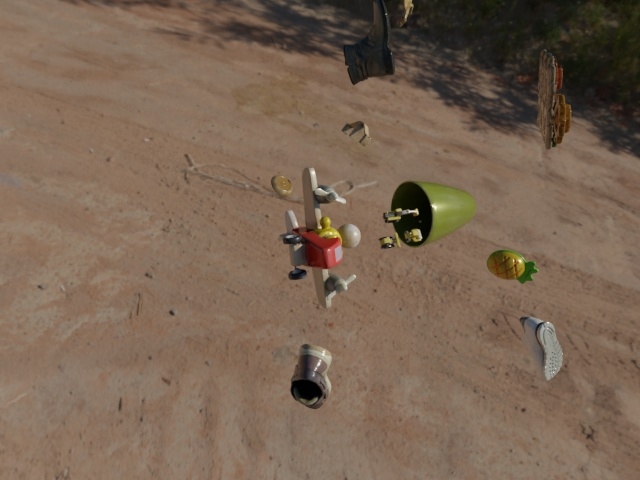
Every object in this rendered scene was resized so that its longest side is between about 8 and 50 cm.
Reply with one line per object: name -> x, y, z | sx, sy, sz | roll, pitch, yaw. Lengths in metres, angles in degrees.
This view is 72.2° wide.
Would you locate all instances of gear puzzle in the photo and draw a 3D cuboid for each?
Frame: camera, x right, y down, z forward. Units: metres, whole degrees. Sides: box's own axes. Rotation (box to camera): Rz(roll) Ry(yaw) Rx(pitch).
gear puzzle -> 0.470, -0.280, 0.875 | 0.044, 0.175, 0.339 | 0, 26, 22

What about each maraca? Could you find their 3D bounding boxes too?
maraca -> 0.748, 0.103, 1.719 | 0.186, 0.127, 0.099 | 21, 34, 12

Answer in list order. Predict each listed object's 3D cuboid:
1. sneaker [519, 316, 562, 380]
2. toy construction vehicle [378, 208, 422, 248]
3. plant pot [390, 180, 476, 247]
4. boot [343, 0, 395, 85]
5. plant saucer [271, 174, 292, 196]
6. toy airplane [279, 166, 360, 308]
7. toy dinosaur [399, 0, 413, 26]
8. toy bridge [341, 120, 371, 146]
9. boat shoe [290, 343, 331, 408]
sneaker -> 0.717, 0.350, 1.435 | 0.090, 0.235, 0.095 | -29, 22, -24
toy construction vehicle -> 0.176, -0.028, 0.974 | 0.098, 0.035, 0.085 | -5, 72, -8
plant pot -> 0.495, -0.124, 1.840 | 0.294, 0.274, 0.274 | -8, 46, -25
boot -> 0.145, -0.637, 1.411 | 0.161, 0.246, 0.083 | -5, 12, 17
plant saucer -> -0.124, -0.184, 1.452 | 0.083, 0.015, 0.083 | 21, 51, -28
toy airplane -> 0.000, 0.000, 1.522 | 0.273, 0.386, 0.384 | -10, 58, -7
toy dinosaur -> 0.283, -0.795, 1.418 | 0.053, 0.183, 0.092 | 11, 43, 23
toy bridge -> 0.124, -0.366, 1.463 | 0.026, 0.063, 0.188 | 32, 13, -30
boat shoe -> -0.029, 0.350, 1.059 | 0.103, 0.285, 0.092 | 18, 51, 9
